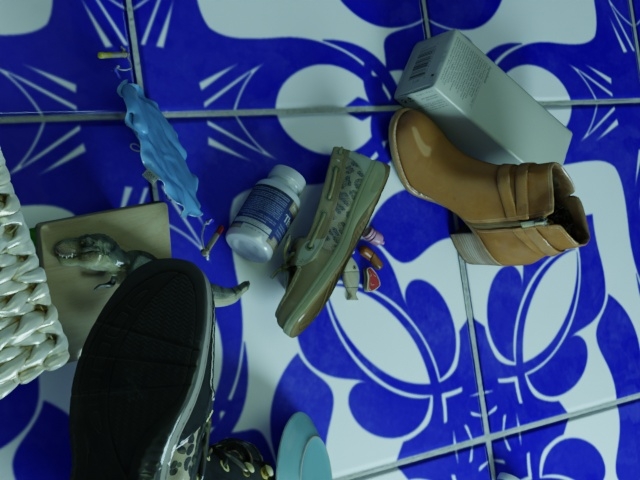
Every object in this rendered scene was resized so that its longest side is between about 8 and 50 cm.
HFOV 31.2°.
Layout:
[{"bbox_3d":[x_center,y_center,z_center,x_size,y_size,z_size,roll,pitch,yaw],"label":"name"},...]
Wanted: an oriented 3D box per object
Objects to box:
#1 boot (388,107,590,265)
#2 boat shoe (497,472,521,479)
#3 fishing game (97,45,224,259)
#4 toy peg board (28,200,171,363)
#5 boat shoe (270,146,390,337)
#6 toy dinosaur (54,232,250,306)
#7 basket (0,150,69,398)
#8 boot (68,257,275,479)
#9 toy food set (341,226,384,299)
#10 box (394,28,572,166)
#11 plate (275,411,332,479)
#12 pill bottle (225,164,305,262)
[{"bbox_3d":[0.235,-0.082,1.604,0.109,0.220,0.283,-39,107,-33],"label":"boot"},{"bbox_3d":[0.304,0.400,1.697,0.142,0.049,0.040,50,59,-23],"label":"boat shoe"},{"bbox_3d":[-0.194,-0.103,1.349,0.041,0.189,0.264,-26,102,8],"label":"fishing game"},{"bbox_3d":[-0.259,0.041,1.322,0.161,0.079,0.160,-13,107,-37],"label":"toy peg board"},{"bbox_3d":[0.000,0.000,1.506,0.089,0.104,0.285,27,58,3],"label":"boat shoe"},{"bbox_3d":[-0.184,0.073,1.303,0.268,0.064,0.118,21,79,-44],"label":"toy dinosaur"},{"bbox_3d":[-0.445,0.051,1.013,0.328,0.331,0.266,-29,103,-35],"label":"basket"},{"bbox_3d":[-0.148,0.227,1.252,0.284,0.138,0.377,34,60,-66],"label":"boot"},{"bbox_3d":[0.061,0.019,1.586,0.078,0.019,0.122,-9,89,-37],"label":"toy food set"},{"bbox_3d":[0.246,-0.186,1.707,0.275,0.094,0.113,37,64,-27],"label":"box"},{"bbox_3d":[-0.014,0.307,1.424,0.188,0.024,0.188,-5,90,-73],"label":"plate"},{"bbox_3d":[-0.067,-0.036,1.469,0.067,0.067,0.120,42,62,-25],"label":"pill bottle"}]
